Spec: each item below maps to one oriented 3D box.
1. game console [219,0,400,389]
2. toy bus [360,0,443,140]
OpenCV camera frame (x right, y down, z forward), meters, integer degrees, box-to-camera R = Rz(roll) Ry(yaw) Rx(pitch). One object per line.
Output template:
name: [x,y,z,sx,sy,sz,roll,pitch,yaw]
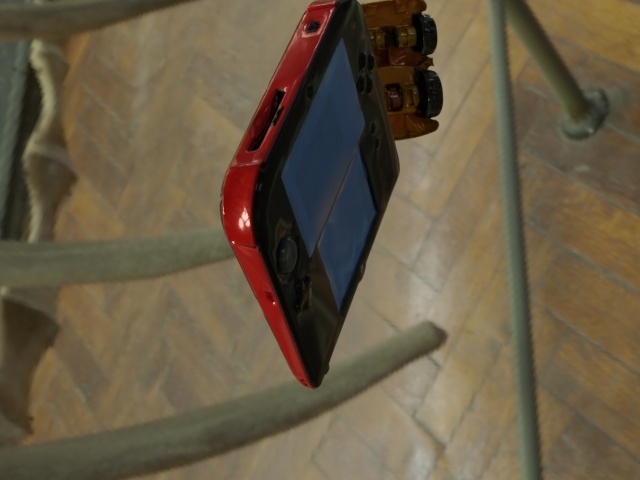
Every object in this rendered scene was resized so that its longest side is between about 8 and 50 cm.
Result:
game console: [0.007,-0.065,1.491,0.060,0.342,0.386,3,50,25]
toy bus: [0.101,-0.283,2.022,0.211,0.149,0.220,-131,35,-75]
